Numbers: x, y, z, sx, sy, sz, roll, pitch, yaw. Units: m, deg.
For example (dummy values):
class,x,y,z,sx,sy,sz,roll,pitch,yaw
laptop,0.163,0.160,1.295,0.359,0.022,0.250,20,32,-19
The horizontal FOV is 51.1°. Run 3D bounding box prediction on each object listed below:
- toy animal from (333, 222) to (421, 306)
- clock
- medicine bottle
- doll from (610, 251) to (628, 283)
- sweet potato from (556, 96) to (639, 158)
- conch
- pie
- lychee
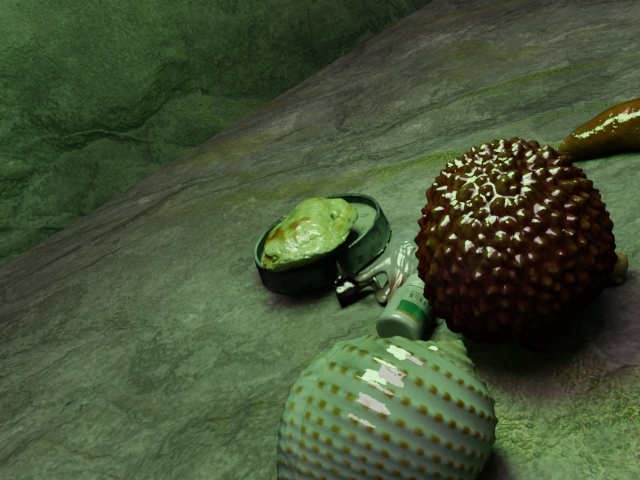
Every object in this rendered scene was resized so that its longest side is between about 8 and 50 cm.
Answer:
class,x,y,z,sx,sy,sz,roll,pitch,yaw
toy animal,0.167,0.023,1.313,0.324,0.090,0.195,-35,40,-8
clock,0.000,0.000,1.536,0.325,0.067,0.325,-19,27,10
medicine bottle,0.156,0.121,1.164,0.080,0.080,0.130,-3,33,36
doll,0.455,0.044,1.098,0.093,0.051,0.061,-1,8,33
sweet potato,0.669,-0.245,1.399,0.359,0.112,0.112,-7,30,35
conch,0.059,0.239,0.892,0.319,0.215,0.303,-29,16,-13
pie,-0.033,-0.018,1.422,0.201,0.090,0.248,-13,25,28
lychee,0.291,0.010,1.026,0.306,0.330,0.306,-20,-2,-1
